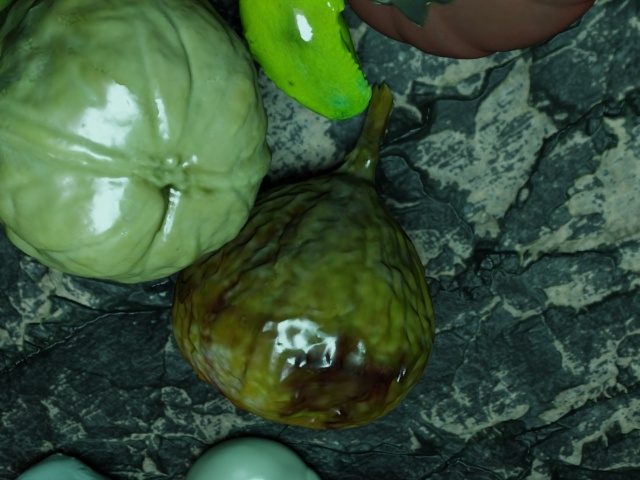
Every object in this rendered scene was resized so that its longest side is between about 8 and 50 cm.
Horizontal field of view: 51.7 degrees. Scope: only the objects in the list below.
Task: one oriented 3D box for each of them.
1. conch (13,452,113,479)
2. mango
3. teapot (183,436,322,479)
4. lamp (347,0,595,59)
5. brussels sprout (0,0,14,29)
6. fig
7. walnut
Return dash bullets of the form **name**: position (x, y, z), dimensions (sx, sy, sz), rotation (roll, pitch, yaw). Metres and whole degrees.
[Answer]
- **conch**: position (-0.366, 0.411, 0.990), dimensions (0.185, 0.121, 0.221), rotation (-25, 120, 13)
- **mango**: position (-0.016, -0.196, 0.656), dimensions (0.100, 0.119, 0.178), rotation (-33, 113, 4)
- **teapot**: position (-0.054, 0.371, 0.938), dimensions (0.318, 0.149, 0.220), rotation (-32, 113, 19)
- **lamp**: position (0.116, -0.296, 0.513), dimensions (0.303, 0.257, 0.303), rotation (29, 135, 34)
- **brussels sprout**: position (-0.453, -0.226, 0.525), dimensions (0.343, 0.361, 0.425), rotation (30, 116, -9)
- **fig**: position (0.000, 0.000, 0.716), dimensions (0.287, 0.286, 0.368), rotation (13, 89, -4)
- **walnut**: position (-0.186, -0.100, 0.619), dimensions (0.253, 0.277, 0.281), rotation (-22, 117, -23)
